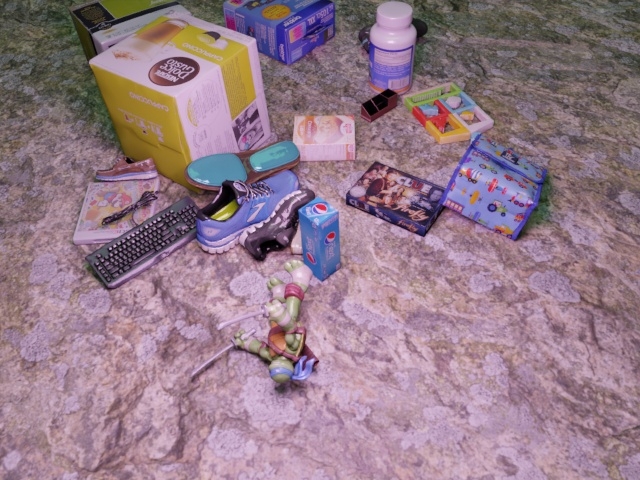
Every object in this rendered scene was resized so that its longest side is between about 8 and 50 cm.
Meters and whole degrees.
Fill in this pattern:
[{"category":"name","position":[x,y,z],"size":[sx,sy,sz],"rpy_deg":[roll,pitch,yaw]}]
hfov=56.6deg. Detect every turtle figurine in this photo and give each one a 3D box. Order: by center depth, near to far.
[{"category":"turtle figurine","position":[-0.126,0.163,1.299],"size":[0.274,0.198,0.266],"rpy_deg":[8,45,5]}]

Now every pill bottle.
[{"category":"pill bottle","position":[0.234,-0.625,1.939],"size":[0.152,0.272,0.152],"rpy_deg":[-2,47,2]}]

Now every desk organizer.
[{"category":"desk organizer","position":[0.190,-0.438,1.921],"size":[0.130,0.050,0.047],"rpy_deg":[-35,55,-25]}]

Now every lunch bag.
[{"category":"lunch bag","position":[0.485,-0.170,1.614],"size":[0.220,0.138,0.293],"rpy_deg":[28,43,11]}]

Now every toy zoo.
[{"category":"toy zoo","position":[0.411,-0.398,1.886],"size":[0.192,0.030,0.293],"rpy_deg":[-18,49,-13]}]

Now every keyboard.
[{"category":"keyboard","position":[-0.471,-0.028,1.567],"size":[0.317,0.033,0.201],"rpy_deg":[-36,72,-26]}]

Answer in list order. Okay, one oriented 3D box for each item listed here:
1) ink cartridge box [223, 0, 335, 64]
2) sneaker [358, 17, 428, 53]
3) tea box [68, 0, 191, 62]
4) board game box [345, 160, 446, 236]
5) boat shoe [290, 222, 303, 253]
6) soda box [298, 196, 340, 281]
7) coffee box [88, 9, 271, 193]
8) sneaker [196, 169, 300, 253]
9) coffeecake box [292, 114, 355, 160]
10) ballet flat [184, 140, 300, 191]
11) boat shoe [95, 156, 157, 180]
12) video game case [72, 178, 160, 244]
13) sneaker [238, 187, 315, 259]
[{"category":"ink cartridge box","position":[-0.129,-0.812,2.217],"size":[0.395,0.151,0.270],"rpy_deg":[32,57,26]},{"category":"sneaker","position":[0.274,-0.735,2.176],"size":[0.267,0.101,0.106],"rpy_deg":[-14,71,-10]},{"category":"tea box","position":[-0.656,-0.722,2.113],"size":[0.328,0.220,0.323],"rpy_deg":[-28,53,-21]},{"category":"board game box","position":[0.214,-0.119,1.636],"size":[0.243,0.042,0.165],"rpy_deg":[24,53,23]},{"category":"boat shoe","position":[-0.040,-0.018,1.560],"size":[0.045,0.050,0.136],"rpy_deg":[12,60,9]},{"category":"soda box","position":[0.000,0.000,1.427],"size":[0.067,0.210,0.071],"rpy_deg":[-35,55,-26]},{"category":"coffee box","position":[-0.392,-0.406,1.731],"size":[0.337,0.338,0.334],"rpy_deg":[26,54,25]},{"category":"sneaker","position":[-0.186,-0.100,1.573],"size":[0.330,0.147,0.129],"rpy_deg":[-36,55,-27]},{"category":"coffeecake box","position":[0.012,-0.312,1.806],"size":[0.185,0.068,0.142],"rpy_deg":[-1,47,2]},{"category":"ballet flat","position":[-0.220,-0.196,1.677],"size":[0.342,0.124,0.116],"rpy_deg":[-21,78,-24]},{"category":"boat shoe","position":[-0.567,-0.211,1.732],"size":[0.183,0.066,0.066],"rpy_deg":[-3,12,2]},{"category":"video game case","position":[-0.565,-0.085,1.661],"size":[0.206,0.026,0.227],"rpy_deg":[-4,48,-1]},{"category":"sneaker","position":[-0.095,-0.034,1.520],"size":[0.234,0.078,0.106],"rpy_deg":[-38,54,2]}]
